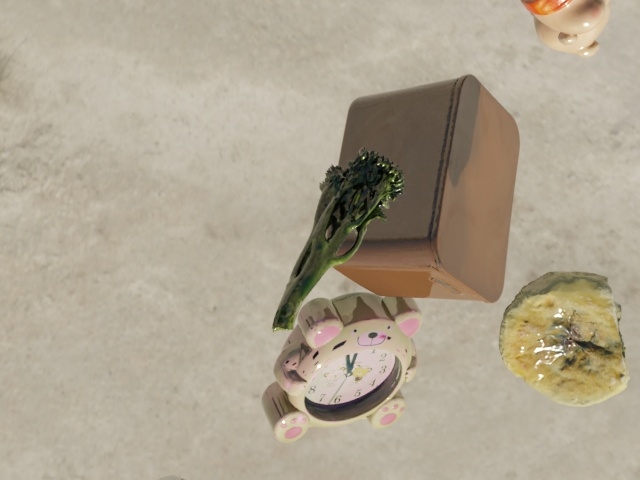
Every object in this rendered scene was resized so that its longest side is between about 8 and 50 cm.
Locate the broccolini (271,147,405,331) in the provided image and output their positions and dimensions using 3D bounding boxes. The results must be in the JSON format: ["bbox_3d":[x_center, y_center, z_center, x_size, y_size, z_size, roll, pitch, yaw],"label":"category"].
[{"bbox_3d":[0.010,0.009,0.947,0.058,0.201,0.074,38,149,-24],"label":"broccolini"}]

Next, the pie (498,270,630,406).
[{"bbox_3d":[0.350,0.145,1.579,0.185,0.052,0.218,-10,115,23],"label":"pie"}]

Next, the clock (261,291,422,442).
[{"bbox_3d":[0.047,0.231,2.026,0.284,0.114,0.309,-3,132,-24],"label":"clock"}]

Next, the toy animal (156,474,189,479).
[{"bbox_3d":[-0.068,0.395,1.205,0.194,0.258,0.357,-42,92,12],"label":"toy animal"}]

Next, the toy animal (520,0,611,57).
[{"bbox_3d":[0.396,-0.396,1.727,0.171,0.171,0.198,-28,156,8],"label":"toy animal"}]

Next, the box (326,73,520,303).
[{"bbox_3d":[0.172,-0.079,1.847,0.229,0.339,0.239,-3,159,34],"label":"box"}]
